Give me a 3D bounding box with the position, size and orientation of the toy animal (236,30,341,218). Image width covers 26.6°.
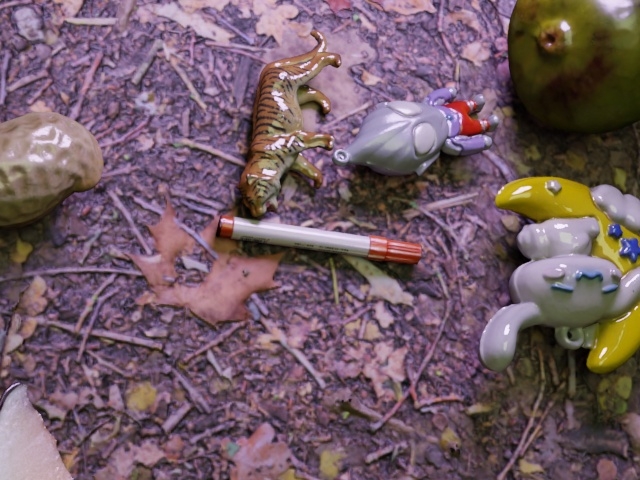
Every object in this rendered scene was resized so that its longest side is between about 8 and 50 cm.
[{"bbox_3d":[-0.034,-0.136,1.542,0.099,0.057,0.241,10,71,-12],"label":"toy animal"}]

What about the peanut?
[{"bbox_3d":[-0.374,-0.075,1.402,0.298,0.120,0.136,-4,82,-19],"label":"peanut"}]

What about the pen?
[{"bbox_3d":[0.000,0.000,1.532,0.239,0.028,0.028,8,74,-13],"label":"pen"}]

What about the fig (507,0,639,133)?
[{"bbox_3d":[0.339,-0.227,1.612,0.225,0.203,0.203,-7,76,-42],"label":"fig"}]

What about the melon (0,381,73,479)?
[{"bbox_3d":[-0.297,0.241,1.375,0.098,0.054,0.182,-30,86,-26],"label":"melon"}]

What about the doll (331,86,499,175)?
[{"bbox_3d":[0.107,-0.122,1.572,0.227,0.075,0.102,-16,63,-30],"label":"doll"}]

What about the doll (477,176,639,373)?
[{"bbox_3d":[0.293,0.040,1.559,0.252,0.111,0.237,6,75,-23],"label":"doll"}]
